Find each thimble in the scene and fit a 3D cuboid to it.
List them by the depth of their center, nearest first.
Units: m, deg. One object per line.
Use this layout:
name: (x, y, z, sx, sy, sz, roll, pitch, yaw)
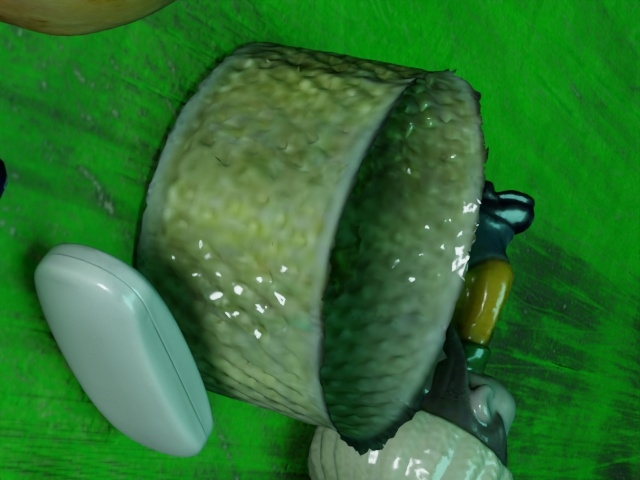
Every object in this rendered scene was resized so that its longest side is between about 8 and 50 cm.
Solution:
thimble: (0.000, 0.000, 1.078, 0.271, 0.150, 0.271, -41, 138, -51)

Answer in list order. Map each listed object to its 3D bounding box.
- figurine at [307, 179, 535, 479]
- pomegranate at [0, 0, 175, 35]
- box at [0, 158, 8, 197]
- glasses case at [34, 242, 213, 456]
figurine: (0.087, 0.111, 1.342, 0.204, 0.185, 0.332, 2, 82, -34)
pomegranate: (-0.122, -0.194, 0.611, 0.270, 0.229, 0.252, -60, 151, -21)
box: (-0.242, -0.016, 0.634, 0.168, 0.071, 0.259, -70, 154, -15)
glasses case: (-0.118, 0.071, 0.948, 0.049, 0.076, 0.197, -59, 151, -29)
